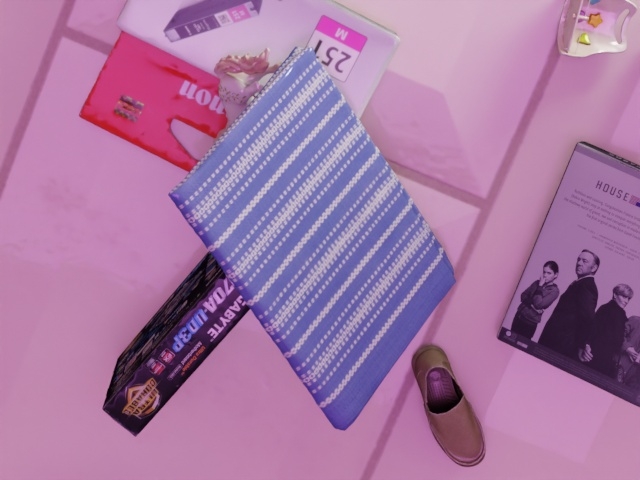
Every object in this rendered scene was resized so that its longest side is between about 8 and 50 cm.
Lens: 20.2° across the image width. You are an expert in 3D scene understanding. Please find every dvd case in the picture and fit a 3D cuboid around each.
[{"bbox_3d":[0.312,0.037,1.926,0.179,0.029,0.238,26,107,16],"label":"dvd case"}]

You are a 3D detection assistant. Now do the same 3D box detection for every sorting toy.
[{"bbox_3d":[0.294,-0.231,1.902,0.075,0.045,0.083,12,102,-10],"label":"sorting toy"}]

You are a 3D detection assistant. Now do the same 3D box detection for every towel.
[{"bbox_3d":[0.000,0.000,1.842,0.243,0.040,0.336,-52,122,-31],"label":"towel"}]

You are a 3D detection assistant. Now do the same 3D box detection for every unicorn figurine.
[{"bbox_3d":[-0.074,-0.122,1.875,0.111,0.060,0.162,-3,106,16],"label":"unicorn figurine"}]

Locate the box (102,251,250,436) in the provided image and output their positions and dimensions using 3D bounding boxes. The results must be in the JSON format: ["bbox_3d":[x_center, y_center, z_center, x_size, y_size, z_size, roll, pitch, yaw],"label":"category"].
[{"bbox_3d":[-0.138,0.087,1.905,0.051,0.175,0.220,40,99,-10],"label":"box"}]

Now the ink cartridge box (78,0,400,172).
[{"bbox_3d":[-0.090,-0.173,1.907,0.275,0.060,0.239,27,100,-5],"label":"ink cartridge box"}]

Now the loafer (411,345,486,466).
[{"bbox_3d":[0.140,0.189,1.990,0.056,0.050,0.148,-26,101,6],"label":"loafer"}]
